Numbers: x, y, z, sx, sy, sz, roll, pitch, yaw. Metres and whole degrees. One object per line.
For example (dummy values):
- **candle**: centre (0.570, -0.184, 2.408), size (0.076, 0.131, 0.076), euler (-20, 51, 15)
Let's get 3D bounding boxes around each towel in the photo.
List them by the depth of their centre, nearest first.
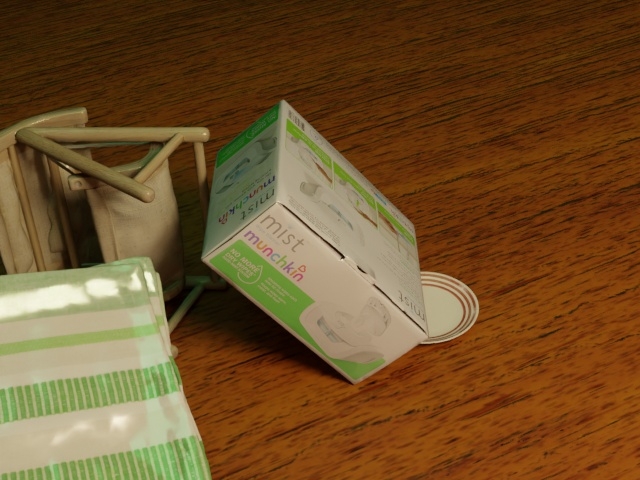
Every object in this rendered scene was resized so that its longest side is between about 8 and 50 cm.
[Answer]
- **towel**: centre (-0.237, 0.172, 0.983), size (0.248, 0.038, 0.325), euler (-7, 64, -28)

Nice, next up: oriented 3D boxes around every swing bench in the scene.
- **swing bench**: centre (-0.273, -0.017, 1.293), size (0.254, 0.253, 0.165), euler (12, 38, 19)

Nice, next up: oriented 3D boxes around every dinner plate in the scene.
- **dinner plate**: centre (0.133, 0.089, 1.314), size (0.141, 0.017, 0.141), euler (-3, 35, 2)

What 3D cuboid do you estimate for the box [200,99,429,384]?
- **box**: centre (0.000, 0.000, 1.228), size (0.127, 0.262, 0.231), euler (-36, 30, 23)
